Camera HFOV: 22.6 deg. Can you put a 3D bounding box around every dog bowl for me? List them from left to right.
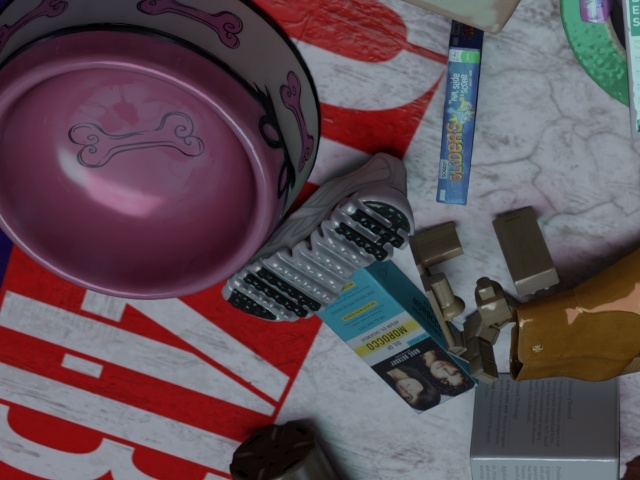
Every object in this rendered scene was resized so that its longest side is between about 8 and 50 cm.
[{"bbox_3d":[-0.209,-0.105,1.813,0.407,0.150,0.408,5,130,5],"label":"dog bowl"}]

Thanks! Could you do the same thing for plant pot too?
[{"bbox_3d":[-0.036,0.347,2.157,0.167,0.167,0.165,-13,119,19],"label":"plant pot"}]

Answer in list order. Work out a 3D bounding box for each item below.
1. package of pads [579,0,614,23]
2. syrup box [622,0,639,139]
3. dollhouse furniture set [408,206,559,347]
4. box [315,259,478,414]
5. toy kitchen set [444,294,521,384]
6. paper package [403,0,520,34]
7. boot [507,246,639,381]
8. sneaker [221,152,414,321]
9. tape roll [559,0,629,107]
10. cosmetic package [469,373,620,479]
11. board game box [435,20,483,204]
[{"bbox_3d":[0.270,-0.260,1.571,0.032,0.050,0.083,1,129,17],"label":"package of pads"},{"bbox_3d":[0.342,-0.222,1.562,0.093,0.096,0.237,-3,130,12],"label":"syrup box"},{"bbox_3d":[0.205,0.056,1.899,0.151,0.144,0.123,-21,129,7],"label":"dollhouse furniture set"},{"bbox_3d":[0.088,0.107,1.995,0.100,0.060,0.244,-30,119,29],"label":"box"},{"bbox_3d":[0.201,0.115,1.959,0.068,0.083,0.075,26,130,-30],"label":"toy kitchen set"},{"bbox_3d":[0.101,-0.404,1.504,0.309,0.168,0.325,20,129,-7],"label":"paper package"},{"bbox_3d":[0.332,0.071,1.869,0.211,0.104,0.295,-4,139,-12],"label":"boot"},{"bbox_3d":[0.000,0.000,1.888,0.110,0.118,0.292,37,129,-27],"label":"sneaker"},{"bbox_3d":[0.404,-0.266,1.627,0.321,0.077,0.321,5,130,6],"label":"tape roll"},{"bbox_3d":[0.289,0.274,2.041,0.183,0.151,0.151,0,130,10],"label":"cosmetic package"},{"bbox_3d":[0.152,-0.158,1.718,0.035,0.136,0.201,6,129,5],"label":"board game box"}]
